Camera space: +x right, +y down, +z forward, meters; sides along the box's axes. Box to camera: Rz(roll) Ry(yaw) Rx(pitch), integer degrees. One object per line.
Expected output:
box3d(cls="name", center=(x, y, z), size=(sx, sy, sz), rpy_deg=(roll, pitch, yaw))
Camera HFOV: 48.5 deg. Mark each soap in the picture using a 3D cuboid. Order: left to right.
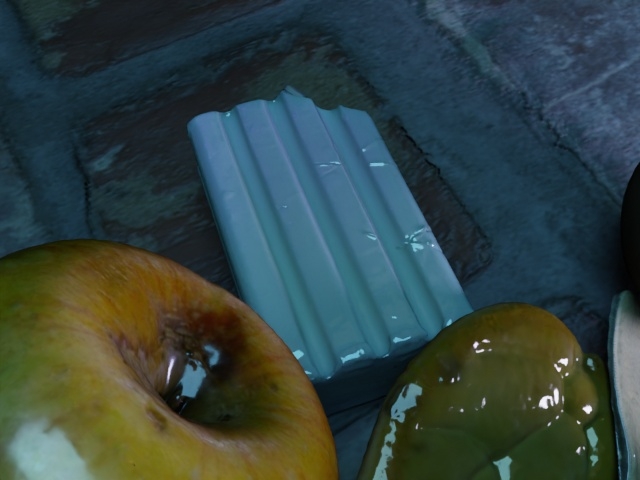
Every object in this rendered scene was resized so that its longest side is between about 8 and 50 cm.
box3d(cls="soap", center=(0.000, 0.000, 0.646), size=(0.173, 0.095, 0.289), rpy_deg=(-17, 60, -11))

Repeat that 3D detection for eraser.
box3d(cls="eraser", center=(-0.050, -0.133, 0.770), size=(0.027, 0.019, 0.099), rpy_deg=(34, 66, 3))

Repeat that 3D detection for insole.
box3d(cls="insole", center=(0.256, 0.153, 0.569), size=(0.011, 0.081, 0.247), rpy_deg=(-19, 51, 42))

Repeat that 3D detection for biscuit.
box3d(cls="biscuit", center=(0.131, 0.159, 0.524), size=(0.260, 0.041, 0.202), rpy_deg=(-24, 94, -28))

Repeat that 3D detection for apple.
box3d(cls="apple", center=(-0.140, 0.164, 0.439), size=(0.275, 0.299, 0.299), rpy_deg=(-47, 60, 25))

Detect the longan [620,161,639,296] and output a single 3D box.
box3d(cls="longan", center=(0.348, -0.005, 0.591), size=(0.198, 0.198, 0.212), rpy_deg=(4, 56, 4))
